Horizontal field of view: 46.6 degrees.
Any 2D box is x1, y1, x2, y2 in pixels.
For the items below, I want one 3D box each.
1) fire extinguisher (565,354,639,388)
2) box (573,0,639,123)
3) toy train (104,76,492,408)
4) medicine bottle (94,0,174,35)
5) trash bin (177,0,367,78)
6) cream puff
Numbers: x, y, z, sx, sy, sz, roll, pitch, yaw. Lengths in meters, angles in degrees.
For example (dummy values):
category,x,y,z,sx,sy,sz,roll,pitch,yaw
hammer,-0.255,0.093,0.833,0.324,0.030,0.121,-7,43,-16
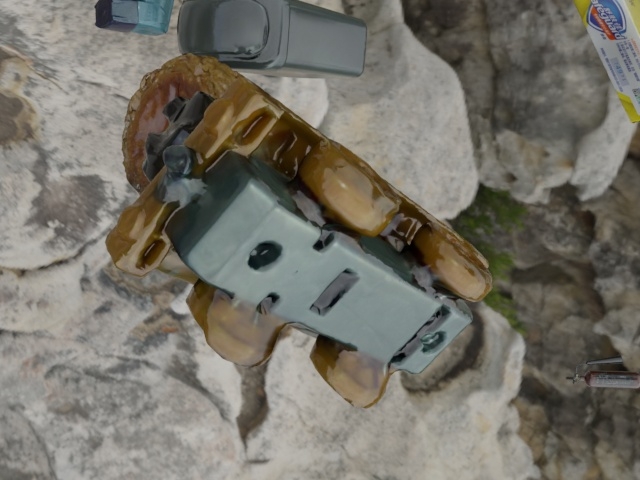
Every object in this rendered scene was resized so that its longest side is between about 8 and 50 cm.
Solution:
category,x,y,z,sx,sy,sz,roll,pitch,yaw
fire extinguisher,0.413,0.191,1.085,0.101,0.032,0.046,1,104,11
box,0.560,-0.356,1.261,0.168,0.097,0.265,-35,105,-19
toy train,0.000,0.000,0.631,0.163,0.231,0.369,-49,135,11
medicine bottle,-0.308,-0.477,1.312,0.124,0.079,0.258,17,83,-39
trash bin,-0.069,-0.266,0.979,0.236,0.177,0.101,-7,103,-50
cream puff,-0.117,-0.109,0.866,0.169,0.183,0.183,13,98,-50
